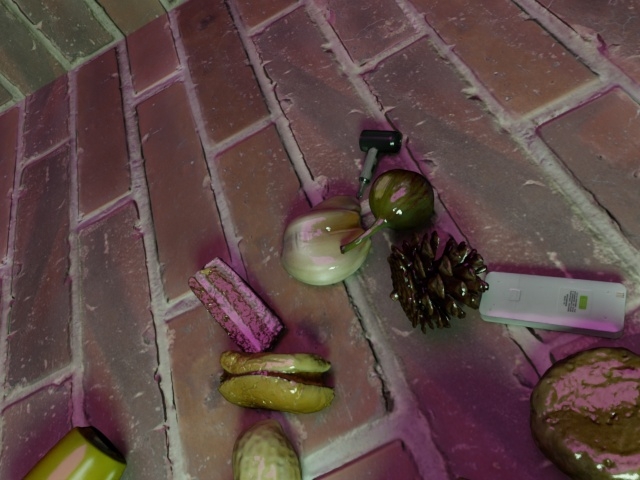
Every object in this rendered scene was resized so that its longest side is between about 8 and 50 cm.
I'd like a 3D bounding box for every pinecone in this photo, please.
[{"bbox_3d":[0.224,0.074,1.098,0.207,0.208,0.208,-13,53,18],"label":"pinecone"}]

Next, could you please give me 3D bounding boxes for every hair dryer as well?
[{"bbox_3d":[0.130,-0.190,1.428,0.100,0.057,0.198,10,71,32],"label":"hair dryer"}]

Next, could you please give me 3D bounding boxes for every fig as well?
[{"bbox_3d":[0.138,-0.055,1.245,0.245,0.149,0.149,-43,49,-20],"label":"fig"}]

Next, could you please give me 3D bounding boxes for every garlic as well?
[{"bbox_3d":[0.000,0.000,1.316,0.227,0.110,0.217,-24,54,10],"label":"garlic"}]

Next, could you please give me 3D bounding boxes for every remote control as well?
[{"bbox_3d":[0.429,0.116,1.062,0.250,0.034,0.103,3,59,29],"label":"remote control"}]

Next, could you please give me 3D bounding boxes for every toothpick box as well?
[{"bbox_3d":[-0.532,0.525,1.170,0.175,0.175,0.271,23,67,37],"label":"toothpick box"}]

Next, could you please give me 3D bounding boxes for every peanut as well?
[{"bbox_3d":[-0.103,0.474,1.015,0.149,0.149,0.313,-12,53,19],"label":"peanut"}]

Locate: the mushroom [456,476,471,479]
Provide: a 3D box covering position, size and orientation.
[{"bbox_3d":[0.167,0.449,0.917,0.212,0.097,0.088,-26,43,6],"label":"mushroom"}]

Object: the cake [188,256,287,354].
[{"bbox_3d":[-0.202,0.148,1.319,0.116,0.113,0.295,-45,56,-6],"label":"cake"}]

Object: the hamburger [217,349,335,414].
[{"bbox_3d":[-0.103,0.285,1.147,0.261,0.131,0.124,-5,75,24],"label":"hamburger"}]

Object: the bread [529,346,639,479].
[{"bbox_3d":[0.448,0.279,0.882,0.229,0.123,0.230,-17,47,20],"label":"bread"}]
